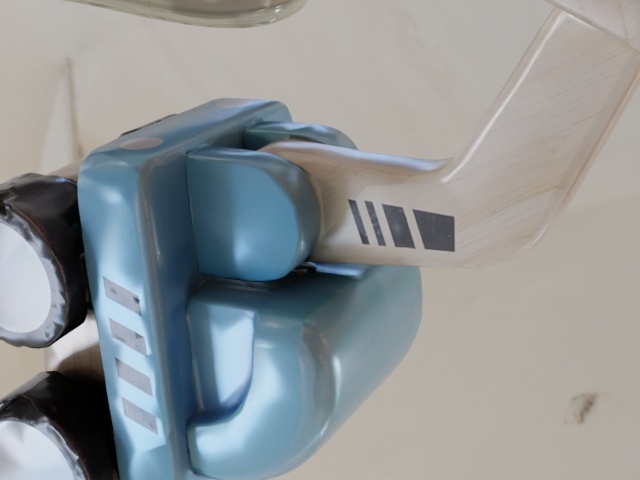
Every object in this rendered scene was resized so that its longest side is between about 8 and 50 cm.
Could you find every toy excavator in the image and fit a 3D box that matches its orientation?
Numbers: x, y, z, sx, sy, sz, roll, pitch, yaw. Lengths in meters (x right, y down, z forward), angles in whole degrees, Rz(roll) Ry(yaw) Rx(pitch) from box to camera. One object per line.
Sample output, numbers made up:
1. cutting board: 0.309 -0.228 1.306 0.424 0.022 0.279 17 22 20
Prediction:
1. toy excavator: 0.000 0.000 0.633 0.222 0.445 0.433 -37 -51 -56

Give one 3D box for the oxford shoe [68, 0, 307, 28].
1. oxford shoe: -0.221 -0.259 0.755 0.169 0.449 0.130 -76 -10 -47
